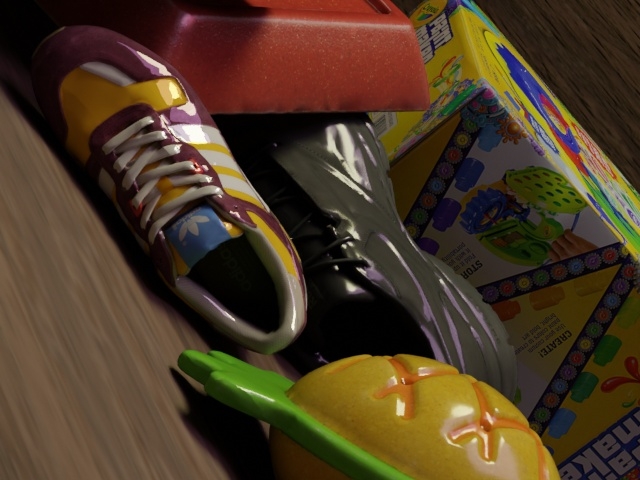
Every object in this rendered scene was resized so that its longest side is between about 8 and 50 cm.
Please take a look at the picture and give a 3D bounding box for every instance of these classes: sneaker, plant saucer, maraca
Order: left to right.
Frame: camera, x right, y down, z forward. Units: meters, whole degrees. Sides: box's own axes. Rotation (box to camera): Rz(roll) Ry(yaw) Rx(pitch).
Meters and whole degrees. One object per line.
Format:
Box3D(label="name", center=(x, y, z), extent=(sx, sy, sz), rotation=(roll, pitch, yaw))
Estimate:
Box3D(label="sneaker", center=(-0.068, -0.026, 0.852), extent=(0.185, 0.069, 0.084), rotation=(48, 4, -14))
Box3D(label="plant saucer", center=(-0.078, -0.171, 1.029), extent=(0.259, 0.048, 0.258), rotation=(-7, 46, -51))
Box3D(label="sneaker", center=(0.000, 0.000, 1.004), extent=(0.286, 0.109, 0.130), rotation=(49, 18, 8))
Box3D(label="maraca", center=(0.024, 0.093, 0.777), extent=(0.185, 0.099, 0.127), rotation=(27, -1, 12))

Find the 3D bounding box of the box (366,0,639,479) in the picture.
Box3D(label="box", center=(0.124, 0.005, 1.257), extent=(0.279, 0.177, 0.290), rotation=(47, 14, -17))
